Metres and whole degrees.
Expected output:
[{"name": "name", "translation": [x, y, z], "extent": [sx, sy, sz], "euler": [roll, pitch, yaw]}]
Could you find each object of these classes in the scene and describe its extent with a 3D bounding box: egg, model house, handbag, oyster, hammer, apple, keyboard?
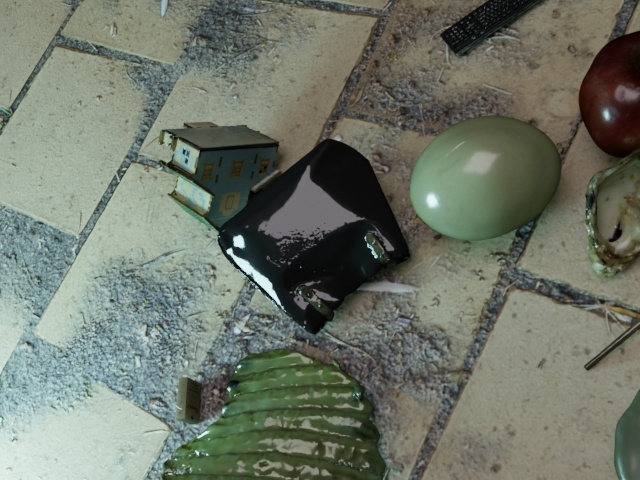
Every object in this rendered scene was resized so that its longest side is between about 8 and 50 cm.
[{"name": "egg", "translation": [0.291, -0.112, 1.455], "extent": [0.269, 0.219, 0.219], "euler": [-23, 58, 9]}, {"name": "model house", "translation": [-0.235, -0.132, 1.748], "extent": [0.178, 0.271, 0.206], "euler": [27, 116, 32]}, {"name": "handbag", "translation": [0.000, 0.000, 1.593], "extent": [0.342, 0.152, 0.288], "euler": [-39, 67, 8]}, {"name": "oyster", "translation": [0.548, -0.076, 1.346], "extent": [0.294, 0.094, 0.166], "euler": [-36, 92, 21]}, {"name": "hammer", "translation": [0.502, 0.151, 1.327], "extent": [0.182, 0.062, 0.017], "euler": [-42, 54, 9]}, {"name": "apple", "translation": [0.558, -0.246, 1.390], "extent": [0.234, 0.234, 0.234], "euler": [-11, 62, 21]}, {"name": "keyboard", "translation": [0.366, -0.476, 1.715], "extent": [0.230, 0.025, 0.093], "euler": [-34, 53, 7]}]

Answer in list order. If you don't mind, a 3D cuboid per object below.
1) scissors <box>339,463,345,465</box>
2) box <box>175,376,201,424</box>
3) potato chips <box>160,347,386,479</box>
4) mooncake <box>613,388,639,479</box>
[{"name": "scissors", "translation": [0.053, 0.480, 1.403], "extent": [0.144, 0.017, 0.247], "euler": [-36, 54, 5]}, {"name": "box", "translation": [-0.261, 0.318, 1.612], "extent": [0.024, 0.053, 0.083], "euler": [-9, 61, 23]}, {"name": "potato chips", "translation": [-0.078, 0.364, 1.448], "extent": [0.389, 0.097, 0.373], "euler": [15, 48, 33]}, {"name": "mooncake", "translation": [0.559, 0.318, 1.167], "extent": [0.275, 0.135, 0.275], "euler": [-13, 58, 23]}]
